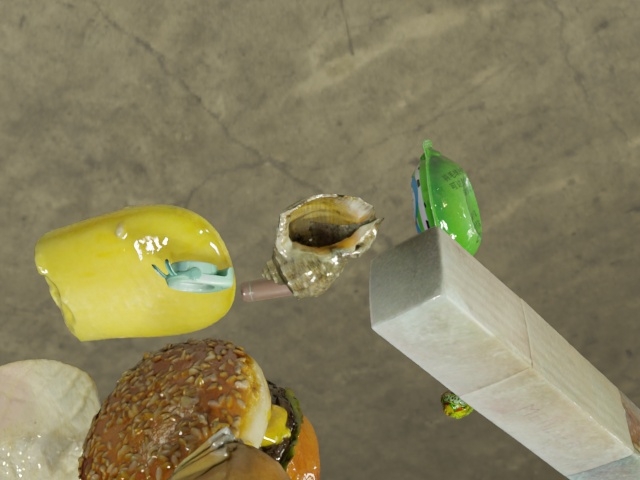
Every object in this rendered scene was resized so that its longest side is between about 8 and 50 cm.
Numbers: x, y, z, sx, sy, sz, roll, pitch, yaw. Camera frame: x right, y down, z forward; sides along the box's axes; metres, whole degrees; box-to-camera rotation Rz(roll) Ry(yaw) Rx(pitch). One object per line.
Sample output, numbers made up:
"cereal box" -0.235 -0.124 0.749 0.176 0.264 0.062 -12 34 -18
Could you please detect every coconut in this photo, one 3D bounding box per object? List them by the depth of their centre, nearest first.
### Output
"coconut" -0.496 0.339 1.487 0.328 0.329 0.329 -3 138 -3

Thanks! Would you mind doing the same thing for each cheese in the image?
"cheese" 0.201 0.003 1.340 0.083 0.204 0.320 -13 94 19

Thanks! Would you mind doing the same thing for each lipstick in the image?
"lipstick" 0.186 0.123 0.799 0.076 0.080 0.371 -29 129 30

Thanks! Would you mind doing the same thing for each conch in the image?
"conch" 0.000 0.000 1.350 0.207 0.130 0.155 -25 143 2

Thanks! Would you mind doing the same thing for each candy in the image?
"candy" 0.173 0.186 1.021 0.035 0.035 0.123 -40 152 18

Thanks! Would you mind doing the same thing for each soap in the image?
"soap" -0.386 0.071 1.926 0.427 0.115 0.306 -8 108 17

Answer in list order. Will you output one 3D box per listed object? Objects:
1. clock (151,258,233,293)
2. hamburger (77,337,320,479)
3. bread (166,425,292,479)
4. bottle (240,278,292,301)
"clock" -0.230 0.063 1.592 0.135 0.041 0.101 14 161 -39
"hamburger" -0.152 0.258 1.103 0.291 0.291 0.225 -24 125 20
"bread" -0.042 0.293 0.794 0.107 0.136 0.241 -26 117 11
"bottle" -0.127 0.120 2.229 0.140 0.053 0.053 -10 138 7
